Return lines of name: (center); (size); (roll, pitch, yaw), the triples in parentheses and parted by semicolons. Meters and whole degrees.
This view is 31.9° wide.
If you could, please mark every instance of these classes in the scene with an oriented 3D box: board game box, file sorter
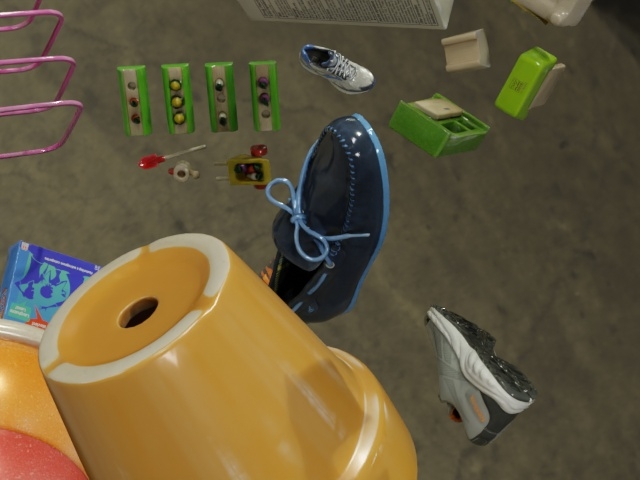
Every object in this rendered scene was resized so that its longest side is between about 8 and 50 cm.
board game box: (-0.382, 0.124, 1.592); (0.160, 0.047, 0.210); (20, 64, -32)
file sorter: (-0.459, -0.272, 1.560); (0.182, 0.202, 0.291); (-11, 78, -27)

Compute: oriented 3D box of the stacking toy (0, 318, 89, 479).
stacking toy: (-0.341, 0.333, 1.047); (0.350, 0.350, 0.480); (32, 21, -27)

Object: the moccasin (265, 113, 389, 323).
moccasin: (0.000, 0.000, 1.350); (0.117, 0.342, 0.138); (-14, 49, -21)

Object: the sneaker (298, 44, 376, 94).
sneaker: (0.024, -0.277, 1.803); (0.135, 0.058, 0.052); (22, 83, 8)

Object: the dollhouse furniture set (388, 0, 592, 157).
dollhouse furniture set: (0.095, -0.114, 0.573); (0.076, 0.152, 0.058); (35, 25, 18)

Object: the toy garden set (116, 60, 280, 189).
toy garden set: (-0.184, -0.170, 1.734); (0.049, 0.244, 0.204); (-90, 178, -66)

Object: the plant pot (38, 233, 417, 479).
plant pot: (-0.069, 0.106, 0.690); (0.188, 0.205, 0.205); (62, 40, -30)

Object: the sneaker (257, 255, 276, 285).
sneaker: (-0.046, 0.071, 1.837); (0.124, 0.321, 0.180); (41, 48, 3)

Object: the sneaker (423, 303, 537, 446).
sneaker: (0.187, 0.171, 1.493); (0.100, 0.108, 0.271); (27, 15, -21)

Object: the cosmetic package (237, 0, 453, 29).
cosmetic package: (0.028, -0.381, 1.506); (0.153, 0.296, 0.129); (54, 47, -61)
